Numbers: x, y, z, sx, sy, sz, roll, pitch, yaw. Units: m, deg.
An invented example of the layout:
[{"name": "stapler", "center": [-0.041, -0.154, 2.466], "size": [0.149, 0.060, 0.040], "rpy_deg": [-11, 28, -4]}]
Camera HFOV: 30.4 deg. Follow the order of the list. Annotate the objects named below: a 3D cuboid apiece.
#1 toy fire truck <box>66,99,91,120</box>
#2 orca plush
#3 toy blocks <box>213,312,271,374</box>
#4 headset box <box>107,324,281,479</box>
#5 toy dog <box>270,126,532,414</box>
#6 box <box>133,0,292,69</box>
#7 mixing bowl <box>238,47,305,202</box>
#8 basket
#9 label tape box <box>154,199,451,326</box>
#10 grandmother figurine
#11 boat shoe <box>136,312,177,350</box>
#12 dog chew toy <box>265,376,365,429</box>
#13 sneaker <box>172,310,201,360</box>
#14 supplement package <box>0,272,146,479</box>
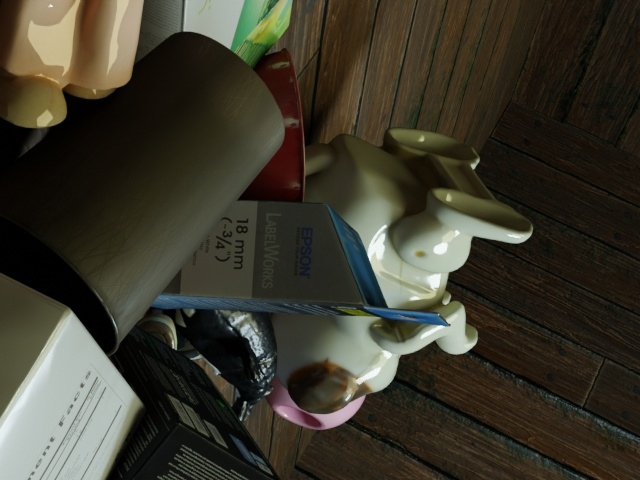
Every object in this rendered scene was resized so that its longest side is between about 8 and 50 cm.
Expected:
[{"name": "toy fire truck", "center": [-0.226, -0.014, 1.020], "size": [0.192, 0.047, 0.135], "rpy_deg": [-57, 167, -27]}, {"name": "orca plush", "center": [-0.111, 0.149, 1.457], "size": [0.102, 0.151, 0.287], "rpy_deg": [-114, -161, -45]}, {"name": "toy blocks", "center": [-0.118, 0.142, 1.867], "size": [0.148, 0.054, 0.123], "rpy_deg": [-47, 161, -55]}, {"name": "headset box", "center": [-0.204, 0.246, 1.077], "size": [0.283, 0.131, 0.246], "rpy_deg": [-52, -150, 1]}, {"name": "toy dog", "center": [0.064, 0.068, 1.734], "size": [0.395, 0.284, 0.408], "rpy_deg": [5, 121, -32]}, {"name": "box", "center": [-0.086, -0.258, 1.076], "size": [0.232, 0.058, 0.322], "rpy_deg": [-55, 168, -35]}, {"name": "mixing bowl", "center": [-0.078, -0.113, 1.261], "size": [0.181, 0.098, 0.181], "rpy_deg": [176, -90, -81]}, {"name": "basket", "center": [-0.146, -0.044, 0.913], "size": [0.227, 0.154, 0.204], "rpy_deg": [-49, -161, -27]}, {"name": "label tape box", "center": [-0.033, 0.024, 1.229], "size": [0.240, 0.333, 0.106], "rpy_deg": [36, 57, -79]}, {"name": "grandmother figurine", "center": [-0.136, -0.249, 0.767], "size": [0.208, 0.104, 0.342], "rpy_deg": [-62, 176, -58]}, {"name": "boat shoe", "center": [-0.213, 0.143, 1.432], "size": [0.190, 0.068, 0.072], "rpy_deg": [-60, -174, 41]}, {"name": "dog chew toy", "center": [0.017, 0.189, 2.259], "size": [0.207, 0.206, 0.332], "rpy_deg": [93, 18, -64]}, {"name": "sneaker", "center": [-0.138, 0.039, 1.486], "size": [0.108, 0.100, 0.271], "rpy_deg": [5, 127, -39]}, {"name": "supplement package", "center": [-0.261, 0.125, 0.835], "size": [0.175, 0.177, 0.293], "rpy_deg": [-61, 169, -17]}]
